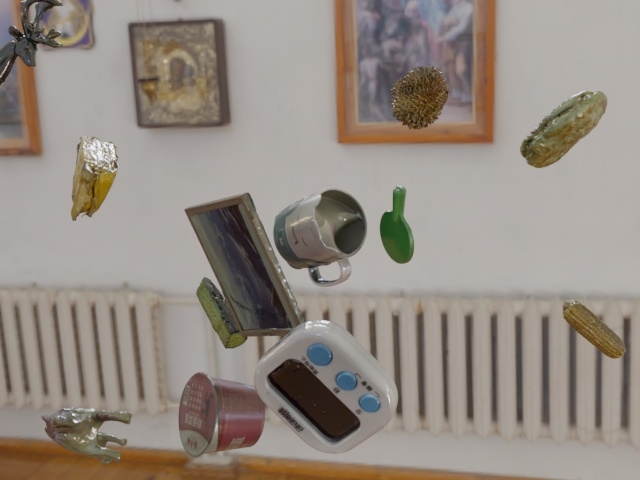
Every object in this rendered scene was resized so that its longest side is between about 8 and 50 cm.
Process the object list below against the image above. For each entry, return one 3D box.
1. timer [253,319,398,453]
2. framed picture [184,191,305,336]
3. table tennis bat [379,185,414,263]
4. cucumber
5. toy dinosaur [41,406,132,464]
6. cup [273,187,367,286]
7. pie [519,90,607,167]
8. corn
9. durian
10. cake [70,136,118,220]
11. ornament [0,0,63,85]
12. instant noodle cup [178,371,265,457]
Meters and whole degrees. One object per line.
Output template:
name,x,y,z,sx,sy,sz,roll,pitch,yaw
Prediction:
timer,0.010,0.287,1.527,0.237,0.262,0.087,-41,6,30
framed picture,-0.168,0.064,1.719,0.022,0.335,0.247,-32,15,-37
table tennis bat,0.225,-0.046,2.257,0.039,0.257,0.160,-20,40,-25
cucumber,-0.264,0.188,2.073,0.062,0.078,0.211,-4,46,-35
toy dinosaur,-0.449,0.369,1.458,0.162,0.077,0.294,17,-37,-8
cup,0.000,0.000,2.382,0.219,0.290,0.257,-18,-1,-43
pie,0.595,-0.278,1.901,0.201,0.090,0.248,-4,-34,-50
corn,0.730,0.238,2.068,0.068,0.207,0.068,-47,-3,-3
durian,0.242,-0.350,1.893,0.137,0.158,0.168,14,-24,-38
cake,-0.406,-0.108,1.389,0.079,0.116,0.185,8,20,-28
ornament,-0.559,-0.372,1.343,0.236,0.202,0.080,-38,-1,10
instant noodle cup,-0.277,0.498,2.200,0.178,0.235,0.234,11,0,-33
